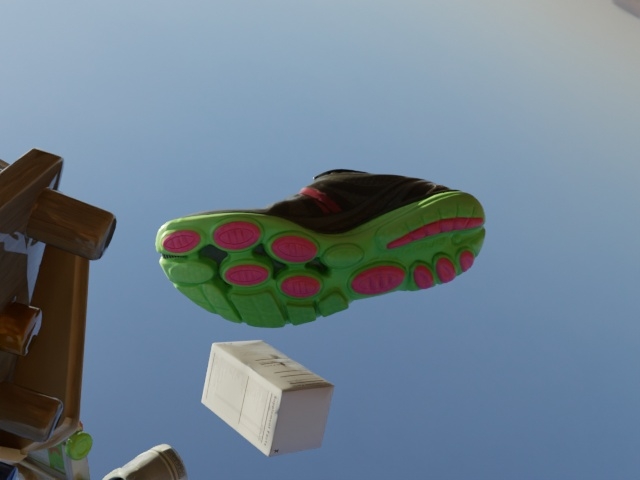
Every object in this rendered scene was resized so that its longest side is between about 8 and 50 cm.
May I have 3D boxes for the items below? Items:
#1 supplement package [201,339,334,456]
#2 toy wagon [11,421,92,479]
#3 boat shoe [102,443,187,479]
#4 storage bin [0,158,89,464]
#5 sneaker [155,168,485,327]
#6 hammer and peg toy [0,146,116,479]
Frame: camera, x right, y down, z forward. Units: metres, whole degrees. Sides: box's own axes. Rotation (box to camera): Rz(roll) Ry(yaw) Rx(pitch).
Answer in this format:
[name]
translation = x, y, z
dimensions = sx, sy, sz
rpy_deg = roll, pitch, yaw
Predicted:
[supplement package]
translation = -0.109, 0.307, 1.481
dimensions = 0.134, 0.139, 0.244
rpy_deg = 3, -166, -42
[toy wagon]
translation = -0.570, 0.395, 1.522
dimensions = 0.267, 0.344, 0.068
rpy_deg = 12, -157, 30
[boat shoe]
translation = -0.225, 0.291, 0.773
dimensions = 0.081, 0.227, 0.079
rpy_deg = -7, -126, -52
[storage bin]
translation = -0.348, 0.048, 0.657
dimensions = 0.262, 0.123, 0.260
rpy_deg = 37, -141, -51
[sneaker]
translation = 0.000, 0.000, 1.107
dimensions = 0.483, 0.185, 0.202
rpy_deg = -5, -155, -16
[hammer and peg toy]
translation = -0.254, 0.120, 0.422
dimensions = 0.127, 0.266, 0.361
rpy_deg = 21, -152, -5
